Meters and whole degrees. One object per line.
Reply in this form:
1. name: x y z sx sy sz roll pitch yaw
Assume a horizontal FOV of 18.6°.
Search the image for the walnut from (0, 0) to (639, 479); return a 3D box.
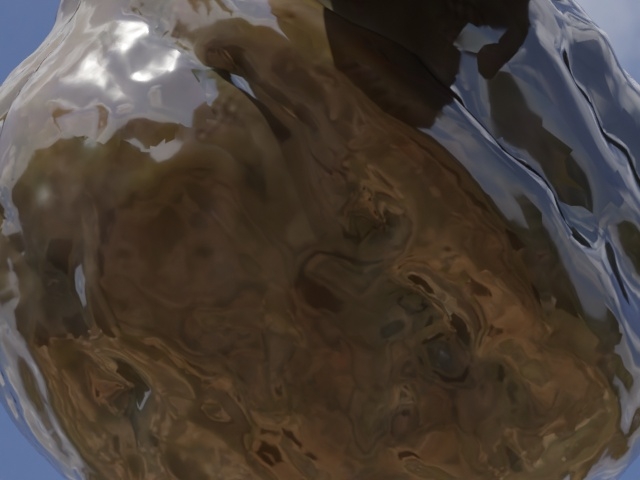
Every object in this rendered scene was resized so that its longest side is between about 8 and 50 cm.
1. walnut: 0.000 0.000 0.578 0.224 0.224 0.224 1 -45 1
